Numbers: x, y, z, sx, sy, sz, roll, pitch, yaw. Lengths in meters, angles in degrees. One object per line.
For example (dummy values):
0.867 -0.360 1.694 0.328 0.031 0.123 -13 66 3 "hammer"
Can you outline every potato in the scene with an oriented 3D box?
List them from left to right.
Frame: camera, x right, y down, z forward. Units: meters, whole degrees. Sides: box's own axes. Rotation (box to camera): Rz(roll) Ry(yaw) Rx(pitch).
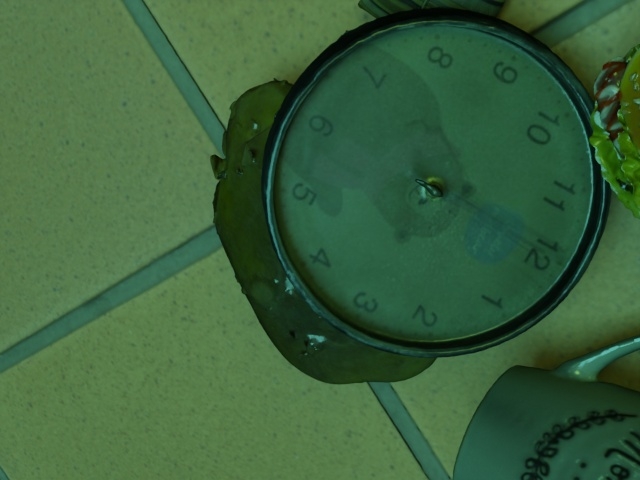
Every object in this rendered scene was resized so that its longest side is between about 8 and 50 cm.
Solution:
0.000 0.000 0.911 0.191 0.141 0.296 -21 99 34 "potato"

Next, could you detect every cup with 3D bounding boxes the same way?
0.256 0.174 0.839 0.234 0.186 0.258 25 94 28 "cup"

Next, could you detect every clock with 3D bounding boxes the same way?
0.091 -0.041 0.799 0.280 0.055 0.281 0 103 -1 "clock"

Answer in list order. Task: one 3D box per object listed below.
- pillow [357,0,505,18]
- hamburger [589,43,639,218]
0.113 -0.238 0.787 0.113 0.038 0.203 36 126 12 "pillow"
0.292 -0.063 0.716 0.173 0.116 0.210 -25 99 34 "hamburger"
